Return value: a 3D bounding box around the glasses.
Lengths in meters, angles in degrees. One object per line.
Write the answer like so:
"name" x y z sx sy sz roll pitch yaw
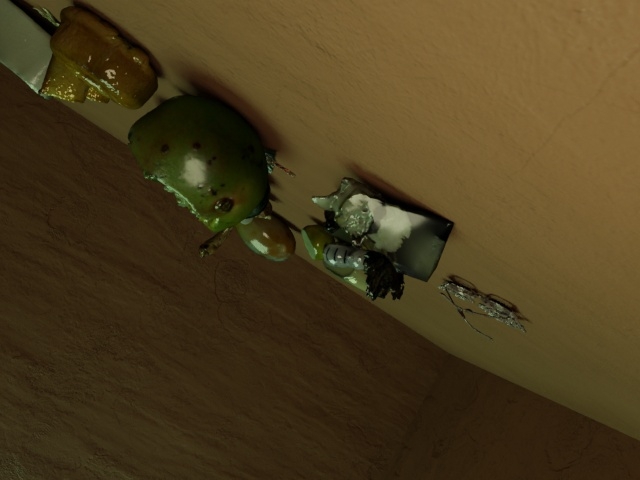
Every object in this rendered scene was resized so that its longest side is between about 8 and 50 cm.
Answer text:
"glasses" 0.417 0.190 1.146 0.255 0.095 0.162 31 -179 26

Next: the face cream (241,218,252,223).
"face cream" -0.400 -0.159 1.836 0.369 0.145 0.145 34 175 38

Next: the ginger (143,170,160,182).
"ginger" -0.472 -0.248 1.462 0.137 0.289 0.089 -94 -12 -55

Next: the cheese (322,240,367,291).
"cheese" 0.135 0.107 1.605 0.233 0.127 0.266 34 175 -38

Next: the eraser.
"eraser" -0.815 -0.528 1.211 0.331 0.150 0.331 38 173 6

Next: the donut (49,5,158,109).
"donut" -0.463 -0.384 0.928 0.226 0.114 0.226 31 174 4

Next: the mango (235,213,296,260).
"mango" -0.275 -0.051 1.988 0.384 0.199 0.221 47 173 -12

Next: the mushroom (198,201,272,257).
"mushroom" -0.341 -0.103 1.608 0.208 0.301 0.233 59 -172 1

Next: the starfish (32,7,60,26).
"starfish" -0.666 -0.547 1.071 0.086 0.016 0.092 31 170 -9

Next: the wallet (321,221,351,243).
"wallet" 0.075 -0.025 1.351 0.110 0.031 0.198 33 172 -14

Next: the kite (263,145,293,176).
"kite" -0.146 -0.216 1.109 0.189 0.009 0.232 33 172 -3

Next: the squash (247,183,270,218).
"squash" -0.279 -0.165 1.329 0.252 0.165 0.252 15 169 3

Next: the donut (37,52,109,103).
"donut" -0.601 -0.429 1.081 0.101 0.152 0.259 20 -164 -11

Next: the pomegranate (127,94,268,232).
"pomegranate" -0.247 -0.204 0.941 0.310 0.216 0.359 43 -164 -55

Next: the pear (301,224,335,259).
"pear" 0.000 0.000 1.534 0.141 0.104 0.141 55 160 31

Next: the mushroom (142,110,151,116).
"mushroom" -0.475 -0.322 1.310 0.128 0.128 0.350 34 178 -11

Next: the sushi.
"sushi" 0.114 -0.040 0.850 0.272 0.134 0.109 22 -157 0

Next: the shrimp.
"shrimp" 0.087 0.010 0.935 0.233 0.071 0.365 37 -158 -2

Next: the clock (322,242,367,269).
"clock" 0.089 0.052 1.405 0.176 0.080 0.117 7 179 11
